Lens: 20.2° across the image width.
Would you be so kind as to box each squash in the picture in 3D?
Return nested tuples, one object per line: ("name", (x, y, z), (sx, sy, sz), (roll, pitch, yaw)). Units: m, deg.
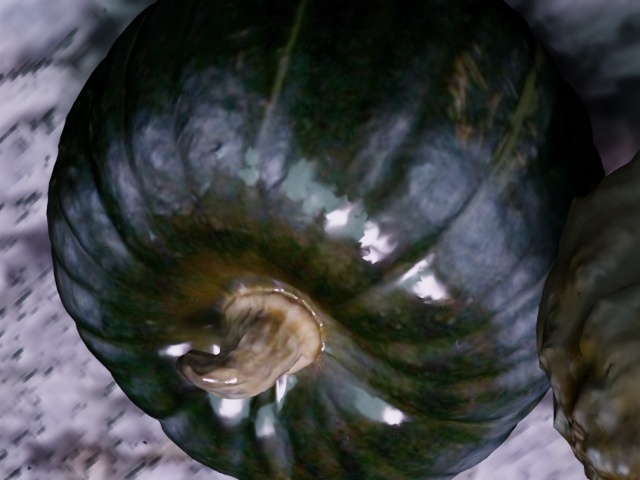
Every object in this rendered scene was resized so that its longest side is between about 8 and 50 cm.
("squash", (0.003, -0.003, 0.665), (0.218, 0.172, 0.218), (-4, 131, -5))

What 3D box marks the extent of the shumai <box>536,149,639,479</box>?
("shumai", (0.172, 0.090, 0.597), (0.222, 0.272, 0.204), (29, 123, 24))
